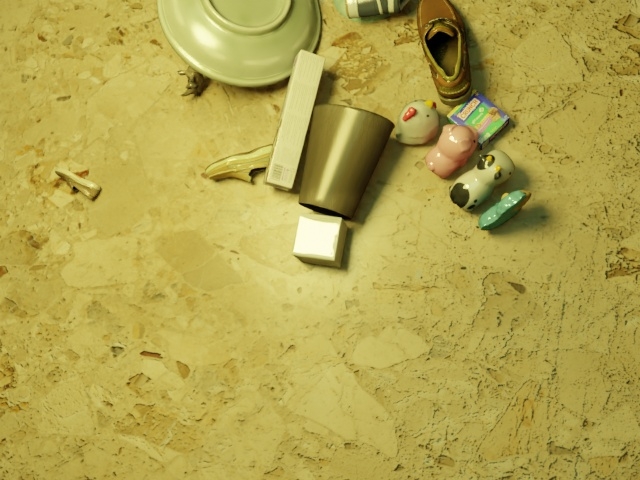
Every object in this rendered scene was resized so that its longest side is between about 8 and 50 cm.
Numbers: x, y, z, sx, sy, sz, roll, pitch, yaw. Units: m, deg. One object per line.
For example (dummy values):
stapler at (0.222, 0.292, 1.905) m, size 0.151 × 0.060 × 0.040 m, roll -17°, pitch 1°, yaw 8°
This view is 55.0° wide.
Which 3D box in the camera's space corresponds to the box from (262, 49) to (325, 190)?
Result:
box at (-0.063, -0.278, 1.439) m, size 0.067 × 0.063 × 0.323 m, roll 14°, pitch 86°, yaw -15°

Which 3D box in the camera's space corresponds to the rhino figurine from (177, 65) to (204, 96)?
rhino figurine at (-0.274, -0.456, 1.539) m, size 0.073 × 0.106 × 0.243 m, roll 39°, pitch 88°, yaw 18°

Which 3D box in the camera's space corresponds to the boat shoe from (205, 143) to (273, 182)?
boat shoe at (-0.183, -0.172, 1.481) m, size 0.190 × 0.068 × 0.072 m, roll -18°, pitch 86°, yaw 8°

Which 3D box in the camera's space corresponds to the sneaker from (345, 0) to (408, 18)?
sneaker at (0.151, -0.664, 1.456) m, size 0.153 × 0.099 × 0.281 m, roll 6°, pitch 86°, yaw 19°

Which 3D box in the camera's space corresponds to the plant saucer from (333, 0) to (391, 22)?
plant saucer at (0.120, -0.638, 1.531) m, size 0.195 × 0.037 × 0.194 m, roll -3°, pitch 77°, yaw 12°

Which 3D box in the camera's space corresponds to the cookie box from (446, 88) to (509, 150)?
cookie box at (0.357, -0.275, 1.394) m, size 0.092 × 0.040 × 0.107 m, roll -45°, pitch 72°, yaw 1°

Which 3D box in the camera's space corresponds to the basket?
basket at (0.041, -0.172, 1.387) m, size 0.205 × 0.154 × 0.226 m, roll 15°, pitch 86°, yaw 36°

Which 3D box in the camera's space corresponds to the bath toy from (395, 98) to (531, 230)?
bath toy at (0.297, -0.186, 1.338) m, size 0.151 × 0.129 × 0.348 m, roll -42°, pitch 72°, yaw 7°

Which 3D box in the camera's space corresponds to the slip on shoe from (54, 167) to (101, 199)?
slip on shoe at (-0.630, -0.147, 1.580) m, size 0.136 × 0.051 × 0.041 m, roll 24°, pitch 81°, yaw 8°

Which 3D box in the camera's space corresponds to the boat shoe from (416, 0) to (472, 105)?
boat shoe at (0.285, -0.462, 1.403) m, size 0.111 × 0.104 × 0.307 m, roll -18°, pitch 64°, yaw 14°

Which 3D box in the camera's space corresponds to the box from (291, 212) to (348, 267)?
box at (0.000, 0.000, 1.387) m, size 0.101 × 0.087 × 0.101 m, roll 8°, pitch 80°, yaw 14°

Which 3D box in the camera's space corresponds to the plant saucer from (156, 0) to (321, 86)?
plant saucer at (-0.183, -0.567, 1.461) m, size 0.401 × 0.100 × 0.399 m, roll 3°, pitch 77°, yaw -15°
